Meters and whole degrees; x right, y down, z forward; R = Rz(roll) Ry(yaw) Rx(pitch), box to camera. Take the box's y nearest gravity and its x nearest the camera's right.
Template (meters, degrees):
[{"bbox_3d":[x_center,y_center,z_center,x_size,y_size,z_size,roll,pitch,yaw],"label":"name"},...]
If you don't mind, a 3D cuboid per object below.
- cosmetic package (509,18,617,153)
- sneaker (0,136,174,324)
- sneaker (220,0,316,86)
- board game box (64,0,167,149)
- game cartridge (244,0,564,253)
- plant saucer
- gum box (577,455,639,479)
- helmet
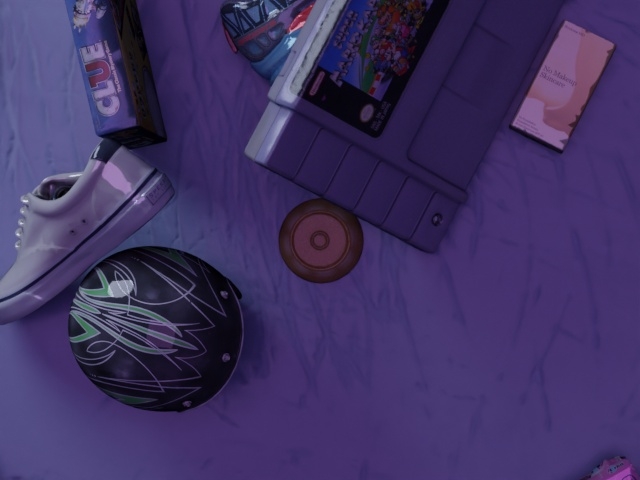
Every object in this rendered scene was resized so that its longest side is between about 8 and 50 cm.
[{"bbox_3d":[0.232,-0.147,1.664,0.060,0.041,0.115,25,91,5],"label":"cosmetic package"},{"bbox_3d":[-0.244,-0.013,1.632,0.258,0.094,0.091,-37,99,32],"label":"sneaker"},{"bbox_3d":[0.006,-0.275,1.654,0.125,0.104,0.262,42,91,7],"label":"sneaker"},{"bbox_3d":[-0.203,-0.213,1.636,0.042,0.165,0.243,-13,87,4],"label":"board game box"},{"bbox_3d":[0.098,-0.187,1.606,0.230,0.068,0.355,26,91,-39],"label":"game cartridge"},{"bbox_3d":[0.000,0.000,1.691,0.083,0.015,0.083,0,89,5],"label":"plant saucer"},{"bbox_3d":[0.284,0.305,1.639,0.107,0.062,0.188,-30,87,3],"label":"gum box"},{"bbox_3d":[-0.152,0.083,1.626,0.169,0.161,0.169,0,89,4],"label":"helmet"}]
